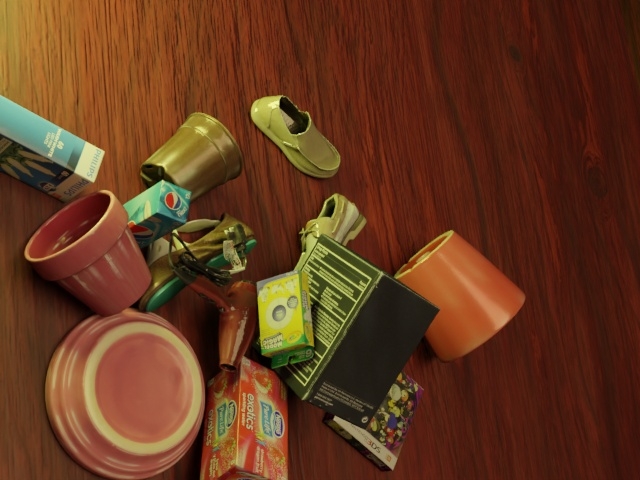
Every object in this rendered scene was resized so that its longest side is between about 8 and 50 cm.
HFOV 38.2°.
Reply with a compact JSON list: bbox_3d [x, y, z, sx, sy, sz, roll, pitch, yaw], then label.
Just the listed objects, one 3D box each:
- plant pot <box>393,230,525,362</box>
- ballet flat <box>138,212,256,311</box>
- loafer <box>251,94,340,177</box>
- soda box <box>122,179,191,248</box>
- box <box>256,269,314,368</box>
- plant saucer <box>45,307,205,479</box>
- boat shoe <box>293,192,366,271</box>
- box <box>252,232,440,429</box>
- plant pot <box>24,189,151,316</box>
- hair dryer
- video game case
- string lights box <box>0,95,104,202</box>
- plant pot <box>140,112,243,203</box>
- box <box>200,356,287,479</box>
[{"bbox_3d":[0.329,0.127,2.298,0.243,0.275,0.275,50,49,-2],"label":"plant pot"},{"bbox_3d":[-0.278,0.029,1.913,0.124,0.116,0.342,48,47,9],"label":"ballet flat"},{"bbox_3d":[-0.046,-0.248,2.206,0.268,0.092,0.102,37,54,-25],"label":"loafer"},{"bbox_3d":[-0.338,-0.044,1.806,0.067,0.210,0.071,22,61,-32],"label":"soda box"},{"bbox_3d":[-0.071,0.158,1.836,0.043,0.105,0.179,28,49,-55],"label":"box"},{"bbox_3d":[-0.353,0.286,1.763,0.332,0.084,0.332,15,65,-35],"label":"plant saucer"},{"bbox_3d":[0.000,0.000,2.154,0.103,0.113,0.302,51,39,-12],"label":"boat shoe"},{"bbox_3d":[0.048,0.182,1.921,0.182,0.296,0.294,30,92,-29],"label":"box"},{"bbox_3d":[-0.419,0.035,1.734,0.180,0.201,0.201,57,47,-28],"label":"plant pot"},{"bbox_3d":[-0.209,0.117,1.841,0.223,0.080,0.294,-15,87,-48],"label":"hair dryer"},{"bbox_3d":[0.129,0.385,2.163,0.210,0.041,0.232,44,51,-21],"label":"video game case"},{"bbox_3d":[-0.554,-0.177,1.724,0.259,0.133,0.077,29,57,-29],"label":"string lights box"},{"bbox_3d":[-0.278,-0.154,1.943,0.165,0.167,0.167,-44,104,-32],"label":"plant pot"},{"bbox_3d":[-0.148,0.377,1.830,0.128,0.122,0.257,31,38,-29],"label":"box"}]
